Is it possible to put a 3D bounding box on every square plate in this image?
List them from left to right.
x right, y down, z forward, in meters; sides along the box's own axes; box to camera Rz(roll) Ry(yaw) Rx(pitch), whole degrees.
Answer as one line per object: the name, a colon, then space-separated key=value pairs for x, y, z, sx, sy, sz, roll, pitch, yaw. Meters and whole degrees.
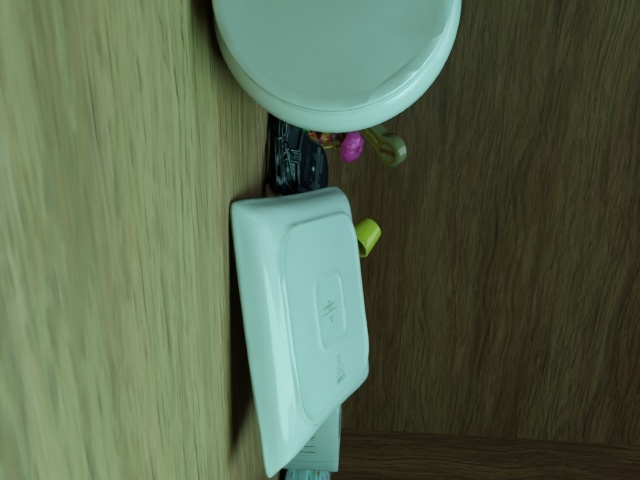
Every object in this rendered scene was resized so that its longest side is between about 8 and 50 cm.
square plate: x=-0.003 y=0.100 z=0.860 sx=0.347 sy=0.049 sz=0.344 roll=-19 pitch=103 yaw=-65

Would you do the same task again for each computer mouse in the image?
computer mouse: x=-0.051 y=-0.143 z=1.066 sx=0.272 sy=0.072 sz=0.188 roll=39 pitch=54 yaw=-70

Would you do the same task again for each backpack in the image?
backpack: x=-0.037 y=0.580 z=1.340 sx=0.152 sy=0.115 sz=0.182 roll=82 pitch=8 yaw=-57

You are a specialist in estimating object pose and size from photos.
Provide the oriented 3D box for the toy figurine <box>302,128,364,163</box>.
toy figurine: x=0.028 y=-0.246 z=1.479 sx=0.173 sy=0.159 sz=0.130 roll=-85 pitch=176 yaw=-46

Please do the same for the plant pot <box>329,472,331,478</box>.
plant pot: x=-0.019 y=0.541 z=1.647 sx=0.237 sy=0.110 sz=0.237 roll=3 pitch=90 yaw=-86

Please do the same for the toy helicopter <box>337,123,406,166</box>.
toy helicopter: x=0.085 y=-0.314 z=1.543 sx=0.355 sy=0.140 sz=0.235 roll=50 pitch=-35 yaw=18

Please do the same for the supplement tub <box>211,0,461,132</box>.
supplement tub: x=0.019 y=-0.239 z=0.649 sx=0.331 sy=0.241 sz=0.241 roll=-72 pitch=164 yaw=-79

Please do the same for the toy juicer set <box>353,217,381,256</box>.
toy juicer set: x=0.000 y=0.000 z=1.355 sx=0.089 sy=0.209 sz=0.329 roll=-45 pitch=174 yaw=-24

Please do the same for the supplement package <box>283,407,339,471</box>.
supplement package: x=-0.030 y=0.302 z=1.082 sx=0.244 sy=0.134 sz=0.139 roll=88 pitch=5 yaw=-48
